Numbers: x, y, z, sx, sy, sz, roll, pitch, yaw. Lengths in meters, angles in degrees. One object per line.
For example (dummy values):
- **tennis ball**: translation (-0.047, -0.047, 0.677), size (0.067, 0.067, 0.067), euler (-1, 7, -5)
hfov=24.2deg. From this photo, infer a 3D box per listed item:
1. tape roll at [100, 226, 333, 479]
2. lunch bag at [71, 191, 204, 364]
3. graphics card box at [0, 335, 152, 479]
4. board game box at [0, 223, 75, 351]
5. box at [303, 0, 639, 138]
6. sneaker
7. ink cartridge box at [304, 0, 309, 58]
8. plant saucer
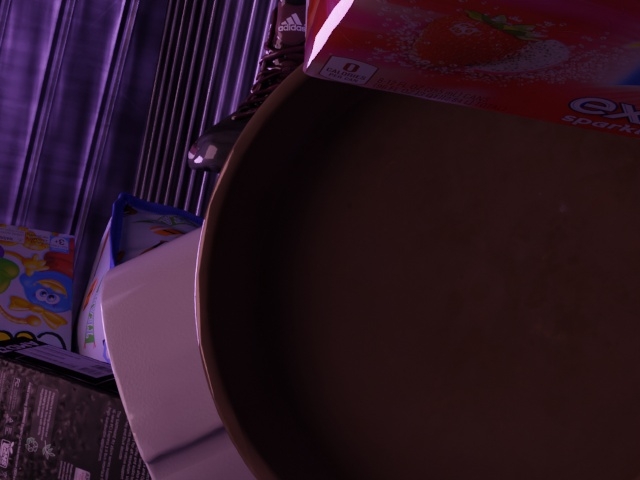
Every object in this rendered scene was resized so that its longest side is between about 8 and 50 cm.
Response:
- **tape roll**: translation (0.000, 0.093, 0.877), size (0.246, 0.169, 0.246), euler (-25, -90, -85)
- **lunch bag**: translation (-0.165, 0.167, 1.631), size (0.385, 0.239, 0.328), euler (-100, 22, -73)
- **graphics card box**: translation (-0.173, 0.248, 1.390), size (0.094, 0.371, 0.233), euler (-12, -67, -65)
- **board game box**: translation (-0.352, 0.124, 1.636), size (0.275, 0.142, 0.144), euler (-98, 24, -48)
- **box**: translation (0.134, -0.105, 0.474), size (0.128, 0.257, 0.123), euler (136, 142, -69)
- **sneaker**: translation (-0.045, -0.146, 1.379), size (0.281, 0.106, 0.162), euler (-33, -51, -74)
- **ink cartridge box**: translation (0.041, -0.190, 1.291), size (0.148, 0.086, 0.203), euler (121, 155, -60)
- **plant saucer**: translation (0.075, 0.024, 0.709), size (0.041, 0.278, 0.278), euler (15, -97, -72)
